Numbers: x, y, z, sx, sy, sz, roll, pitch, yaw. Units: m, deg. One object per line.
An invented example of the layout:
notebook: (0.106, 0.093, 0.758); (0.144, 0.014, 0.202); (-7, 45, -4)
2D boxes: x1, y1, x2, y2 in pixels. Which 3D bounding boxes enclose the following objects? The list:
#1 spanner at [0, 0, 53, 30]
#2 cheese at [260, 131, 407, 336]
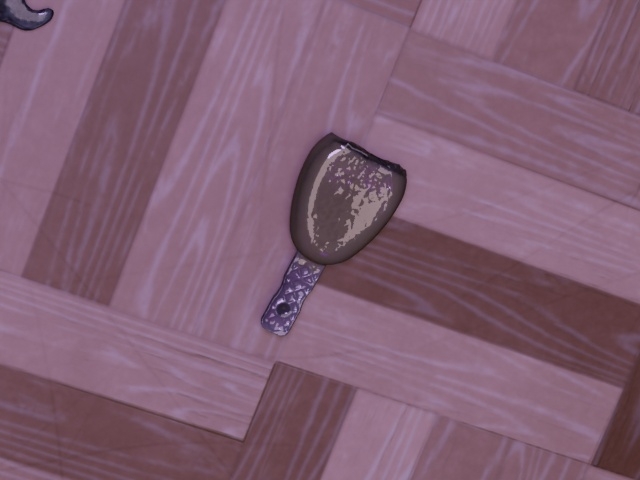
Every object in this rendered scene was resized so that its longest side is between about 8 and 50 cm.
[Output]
spanner: (-0.357, -0.190, 1.700); (0.255, 0.015, 0.054); (-9, 108, -8)
cheese: (0.000, 0.000, 1.806); (0.097, 0.037, 0.192); (27, 97, -15)
